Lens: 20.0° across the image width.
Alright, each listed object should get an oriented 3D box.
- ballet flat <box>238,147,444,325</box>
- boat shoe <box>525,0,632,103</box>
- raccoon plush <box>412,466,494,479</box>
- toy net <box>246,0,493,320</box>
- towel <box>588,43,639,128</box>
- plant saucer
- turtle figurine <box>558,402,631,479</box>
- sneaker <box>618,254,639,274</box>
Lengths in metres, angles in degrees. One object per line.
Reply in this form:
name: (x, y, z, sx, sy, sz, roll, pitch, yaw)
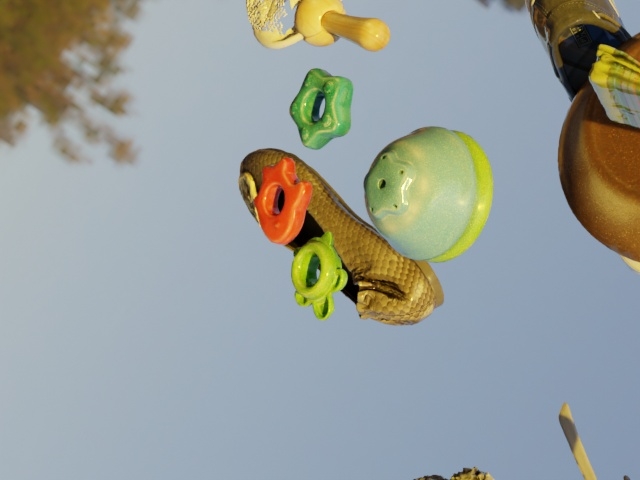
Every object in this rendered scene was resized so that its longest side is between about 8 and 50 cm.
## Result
ballet flat: (0.000, 0.000, 1.381, 0.058, 0.084, 0.250, -34, -138, -17)
boat shoe: (0.220, -0.111, 1.341, 0.080, 0.228, 0.076, -22, -134, 15)
raccoon plush: (0.181, 0.424, 1.781, 0.216, 0.299, 0.446, -28, -139, -12)
toy net: (0.006, -0.078, 0.950, 0.122, 0.045, 0.232, -42, -126, 36)
towel: (0.254, -0.051, 0.904, 0.102, 0.237, 0.021, 29, 77, -72)
plant saucer: (0.249, -0.077, 1.206, 0.198, 0.036, 0.198, -12, -121, 20)
turtle figurine: (0.294, 0.309, 1.502, 0.198, 0.275, 0.266, 87, 19, -72)
sneaker: (0.319, -0.060, 1.734, 0.152, 0.114, 0.305, -49, 158, -35)
